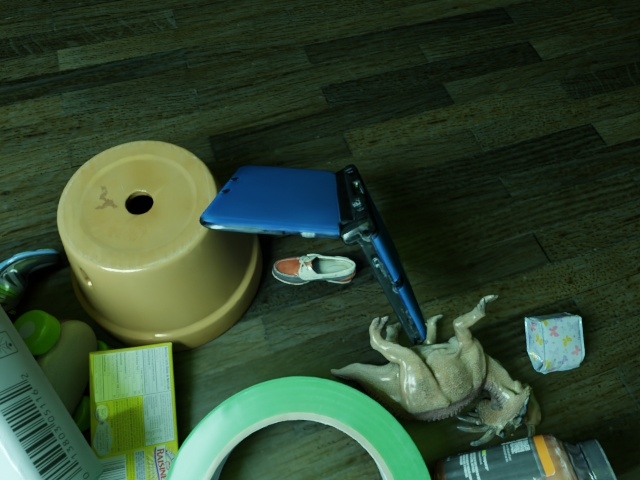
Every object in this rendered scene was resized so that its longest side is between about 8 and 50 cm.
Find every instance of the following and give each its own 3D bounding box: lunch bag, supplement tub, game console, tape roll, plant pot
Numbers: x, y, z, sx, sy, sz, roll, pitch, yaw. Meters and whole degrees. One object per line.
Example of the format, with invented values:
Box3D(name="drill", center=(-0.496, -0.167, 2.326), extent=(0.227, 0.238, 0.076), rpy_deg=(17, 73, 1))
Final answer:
Box3D(name="lunch bag", center=(0.356, 0.157, 0.708), extent=(0.071, 0.053, 0.083), rpy_deg=(-7, 89, -7))
Box3D(name="supplement tub", center=(0.246, 0.298, 0.559), extent=(0.197, 0.106, 0.106), rpy_deg=(-22, 63, 18))
Box3D(name="game console", center=(0.000, 0.000, 0.637), extent=(0.173, 0.293, 0.250), rpy_deg=(-25, 109, 10))
Box3D(name="tape roll", center=(-0.025, 0.329, 0.554), extent=(0.321, 0.077, 0.321), rpy_deg=(0, 74, -1))
Box3D(name="plant pot", center=(-0.234, -0.003, 0.674), extent=(0.290, 0.203, 0.291), rpy_deg=(2, 63, -3))

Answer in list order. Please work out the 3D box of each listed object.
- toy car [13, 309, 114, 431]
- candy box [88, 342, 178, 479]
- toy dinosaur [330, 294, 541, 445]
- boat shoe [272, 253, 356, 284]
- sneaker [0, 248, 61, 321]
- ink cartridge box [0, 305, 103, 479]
Box3D(name="toy car", center=(-0.408, 0.172, 0.614), extent=(0.188, 0.155, 0.149), rpy_deg=(3, 62, 12))
Box3D(name="candy box", center=(-0.243, 0.244, 0.607), extent=(0.105, 0.027, 0.206), rpy_deg=(-1, 75, -25))
Box3D(name="toy dinosaur", center=(0.168, 0.199, 0.643), extent=(0.295, 0.127, 0.200), rpy_deg=(-10, 71, -2))
Box3D(name="boat shoe", center=(-0.011, 0.044, 0.751), extent=(0.137, 0.043, 0.049), rpy_deg=(4, 65, 0))
Box3D(name="sneaker", center=(-0.476, 0.081, 0.703), extent=(0.188, 0.067, 0.078), rpy_deg=(-43, 94, -23))
Box3D(name="ink cartridge box", center=(-0.465, 0.218, 0.478), extent=(0.385, 0.091, 0.308), rpy_deg=(-33, 90, 9))
